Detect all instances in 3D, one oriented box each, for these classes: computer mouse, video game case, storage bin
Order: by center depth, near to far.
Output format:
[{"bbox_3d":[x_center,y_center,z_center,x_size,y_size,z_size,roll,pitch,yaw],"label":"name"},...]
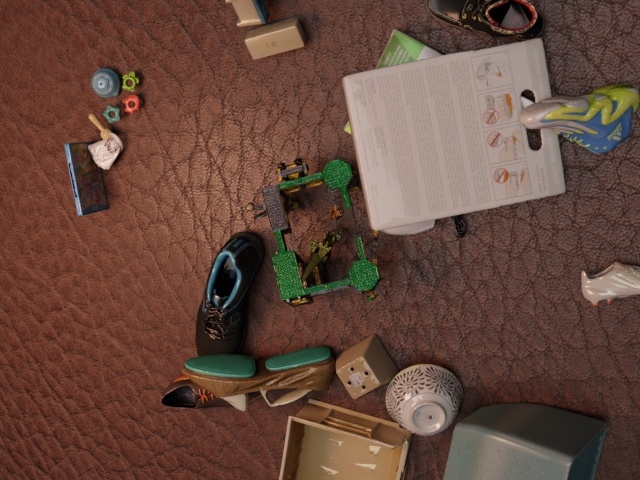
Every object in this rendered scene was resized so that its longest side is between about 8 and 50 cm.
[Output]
[{"bbox_3d":[0.202,-0.045,1.608,0.193,0.042,0.106,-9,108,20],"label":"computer mouse"},{"bbox_3d":[0.051,0.526,1.725,0.261,0.123,0.262,13,103,16],"label":"storage bin"},{"bbox_3d":[-0.546,-0.147,1.797,0.015,0.119,0.166,-6,98,14],"label":"video game case"}]

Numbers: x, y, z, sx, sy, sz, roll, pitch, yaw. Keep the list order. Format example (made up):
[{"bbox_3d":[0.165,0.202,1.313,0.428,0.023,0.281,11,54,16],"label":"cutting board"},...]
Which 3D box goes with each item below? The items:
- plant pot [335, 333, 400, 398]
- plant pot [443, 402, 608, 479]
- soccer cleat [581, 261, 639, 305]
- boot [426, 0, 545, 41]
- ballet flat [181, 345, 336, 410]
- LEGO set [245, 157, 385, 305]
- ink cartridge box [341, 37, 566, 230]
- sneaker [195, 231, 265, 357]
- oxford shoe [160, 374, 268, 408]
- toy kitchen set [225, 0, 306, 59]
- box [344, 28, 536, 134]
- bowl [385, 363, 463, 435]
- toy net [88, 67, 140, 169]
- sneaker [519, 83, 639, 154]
[{"bbox_3d":[0.095,0.285,1.680,0.109,0.096,0.109,-33,89,20],"label":"plant pot"},{"bbox_3d":[0.396,0.460,1.547,0.252,0.247,0.247,18,106,33],"label":"plant pot"},{"bbox_3d":[0.607,0.073,1.492,0.196,0.068,0.076,-14,92,23],"label":"soccer cleat"},{"bbox_3d":[0.302,-0.435,1.435,0.237,0.178,0.085,20,106,13],"label":"boot"},{"bbox_3d":[-0.133,0.315,1.720,0.343,0.116,0.124,-5,108,-6],"label":"ballet flat"},{"bbox_3d":[0.000,0.000,1.641,0.255,0.192,0.331,-22,78,2],"label":"LEGO set"},{"bbox_3d":[0.258,-0.206,1.505,0.385,0.091,0.308,-11,97,2],"label":"ink cartridge box"},{"bbox_3d":[-0.229,0.147,1.738,0.125,0.140,0.340,17,106,11],"label":"sneaker"},{"bbox_3d":[-0.246,0.358,1.802,0.272,0.098,0.096,-14,95,20],"label":"oxford shoe"},{"bbox_3d":[-0.113,-0.524,1.619,0.122,0.166,0.207,-9,134,20],"label":"toy kitchen set"},{"bbox_3d":[0.239,-0.251,1.557,0.322,0.058,0.232,31,108,9],"label":"box"},{"bbox_3d":[0.225,0.356,1.633,0.170,0.080,0.170,0,110,1],"label":"bowl"},{"bbox_3d":[-0.480,-0.282,1.795,0.122,0.045,0.232,6,105,2],"label":"toy net"},{"bbox_3d":[0.488,-0.210,1.429,0.240,0.091,0.126,-13,110,-9],"label":"sneaker"}]
